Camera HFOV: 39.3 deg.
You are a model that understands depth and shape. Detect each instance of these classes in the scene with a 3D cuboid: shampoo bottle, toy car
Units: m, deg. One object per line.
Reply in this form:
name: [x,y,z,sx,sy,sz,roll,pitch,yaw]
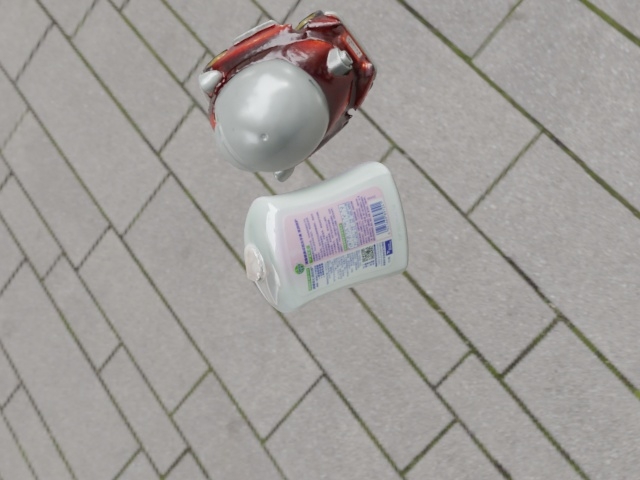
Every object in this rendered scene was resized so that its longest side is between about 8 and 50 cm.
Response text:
shampoo bottle: [0.000,0.000,0.527,0.043,0.099,0.072,15,121,60]
toy car: [-0.029,-0.104,0.683,0.139,0.112,0.112,-31,110,23]
